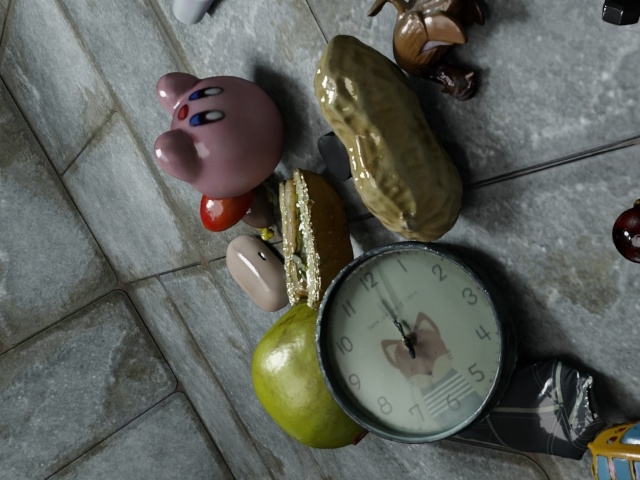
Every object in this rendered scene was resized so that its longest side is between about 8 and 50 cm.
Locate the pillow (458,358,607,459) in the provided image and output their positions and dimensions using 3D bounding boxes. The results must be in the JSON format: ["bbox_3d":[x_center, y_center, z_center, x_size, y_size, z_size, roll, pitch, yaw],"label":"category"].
[{"bbox_3d":[0.312,0.263,1.111,0.335,0.093,0.161,-10,105,58],"label":"pillow"}]

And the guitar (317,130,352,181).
[{"bbox_3d":[0.065,-0.169,1.139,0.088,0.025,0.233,59,151,0],"label":"guitar"}]

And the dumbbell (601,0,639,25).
[{"bbox_3d":[0.303,-0.255,0.679,0.040,0.036,0.083,35,144,35],"label":"dumbbell"}]

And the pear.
[{"bbox_3d":[0.031,0.222,1.322,0.287,0.287,0.375,46,129,21],"label":"pear"}]

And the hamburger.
[{"bbox_3d":[0.000,0.000,1.260,0.124,0.131,0.262,147,122,-60],"label":"hamburger"}]

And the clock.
[{"bbox_3d":[0.143,0.160,1.101,0.325,0.067,0.325,-1,89,26],"label":"clock"}]

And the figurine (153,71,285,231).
[{"bbox_3d":[-0.166,-0.190,1.295,0.261,0.211,0.269,55,-151,-61],"label":"figurine"}]

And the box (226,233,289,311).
[{"bbox_3d":[-0.145,0.077,1.636,0.200,0.088,0.146,47,150,21],"label":"box"}]

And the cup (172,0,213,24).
[{"bbox_3d":[-0.234,-0.467,1.277,0.116,0.074,0.104,153,109,-66],"label":"cup"}]

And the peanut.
[{"bbox_3d":[0.092,-0.139,0.984,0.140,0.153,0.325,-9,122,48],"label":"peanut"}]

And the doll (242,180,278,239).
[{"bbox_3d":[-0.138,-0.084,1.482,0.188,0.096,0.145,74,174,-78],"label":"doll"}]

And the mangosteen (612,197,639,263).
[{"bbox_3d":[0.368,-0.010,0.774,0.081,0.081,0.081,38,145,32],"label":"mangosteen"}]

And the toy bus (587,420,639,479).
[{"bbox_3d":[0.456,0.307,0.904,0.209,0.126,0.136,-18,94,61],"label":"toy bus"}]

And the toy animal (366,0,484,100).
[{"bbox_3d":[0.155,-0.262,0.864,0.179,0.089,0.188,43,152,-6],"label":"toy animal"}]
